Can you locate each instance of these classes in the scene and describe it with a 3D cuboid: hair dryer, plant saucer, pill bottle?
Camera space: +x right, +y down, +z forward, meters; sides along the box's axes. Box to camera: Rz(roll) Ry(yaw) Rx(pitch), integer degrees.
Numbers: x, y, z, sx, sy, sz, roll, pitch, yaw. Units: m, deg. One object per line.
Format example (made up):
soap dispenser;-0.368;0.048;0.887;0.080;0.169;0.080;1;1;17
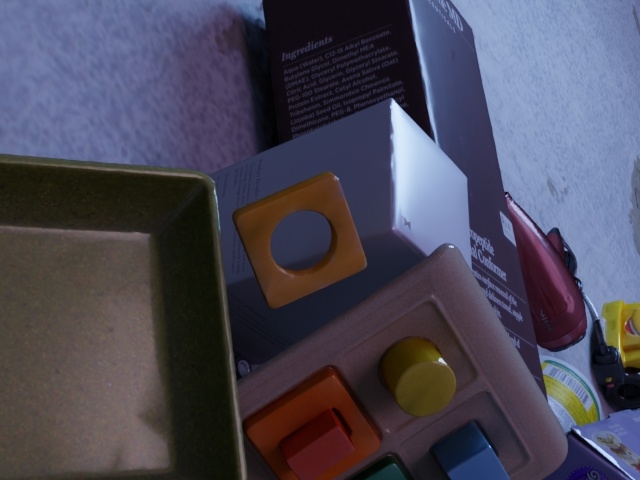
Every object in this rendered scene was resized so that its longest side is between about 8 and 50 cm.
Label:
hair dryer;0.262;0.042;1.278;0.293;0.080;0.223;46;22;-45
plant saucer;-0.139;0.052;0.541;0.188;0.045;0.188;3;68;-28
pill bottle;0.179;0.192;0.974;0.208;0.117;0.117;-30;99;-61

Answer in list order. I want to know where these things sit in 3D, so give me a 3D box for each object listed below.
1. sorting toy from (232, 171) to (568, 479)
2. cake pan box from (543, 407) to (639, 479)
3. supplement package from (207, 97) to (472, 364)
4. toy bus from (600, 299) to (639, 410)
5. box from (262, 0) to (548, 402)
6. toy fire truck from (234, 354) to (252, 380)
sorting toy;0.044;0.123;0.639;0.348;0.196;0.047;57;-4;-25
cake pan box;0.208;0.257;0.880;0.070;0.246;0.267;38;16;28
supplement package;0.000;0.000;0.725;0.105;0.179;0.105;40;41;-42
toy bus;0.501;0.173;1.433;0.220;0.211;0.149;53;35;-25
box;0.070;-0.035;0.890;0.191;0.143;0.381;29;47;-58
toy fire truck;-0.059;0.145;0.674;0.192;0.047;0.135;40;42;-44
